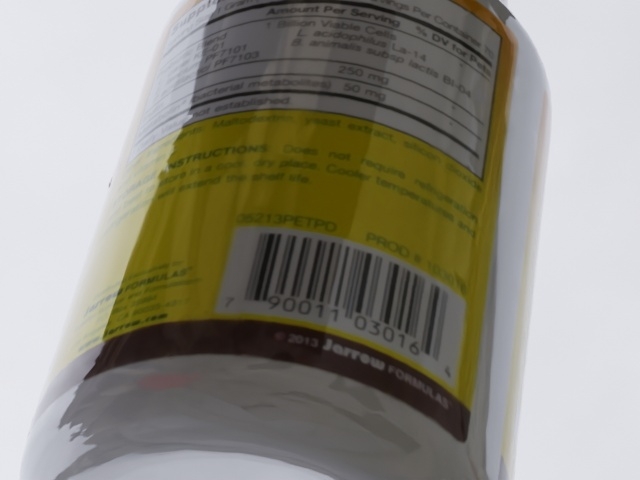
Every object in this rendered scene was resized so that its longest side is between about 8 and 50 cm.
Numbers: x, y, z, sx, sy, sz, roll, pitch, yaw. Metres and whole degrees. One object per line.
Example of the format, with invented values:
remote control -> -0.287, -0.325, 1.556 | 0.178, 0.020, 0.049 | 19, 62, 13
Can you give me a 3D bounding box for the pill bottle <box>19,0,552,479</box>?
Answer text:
pill bottle -> 0.000, 0.000, 0.512 | 0.117, 0.117, 0.215 | 34, -138, -21
